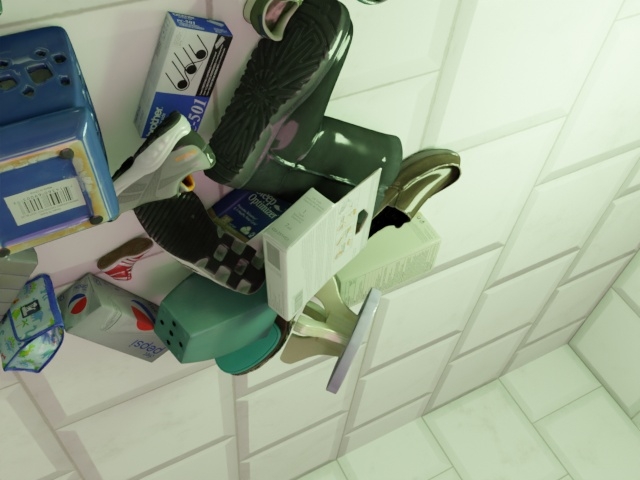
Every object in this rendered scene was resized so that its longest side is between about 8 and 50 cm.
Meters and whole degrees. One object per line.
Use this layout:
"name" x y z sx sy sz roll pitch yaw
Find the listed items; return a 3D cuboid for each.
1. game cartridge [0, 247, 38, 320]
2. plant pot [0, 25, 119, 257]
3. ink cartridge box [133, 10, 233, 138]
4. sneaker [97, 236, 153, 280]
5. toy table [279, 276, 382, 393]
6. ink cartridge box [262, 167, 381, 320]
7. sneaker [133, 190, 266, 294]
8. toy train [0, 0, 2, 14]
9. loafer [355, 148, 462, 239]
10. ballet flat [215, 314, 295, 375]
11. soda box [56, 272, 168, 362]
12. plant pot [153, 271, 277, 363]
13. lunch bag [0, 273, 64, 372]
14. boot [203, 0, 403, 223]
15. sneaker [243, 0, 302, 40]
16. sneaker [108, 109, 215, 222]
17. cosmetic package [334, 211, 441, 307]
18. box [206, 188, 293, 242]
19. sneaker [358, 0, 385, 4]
"game cartridge" -0.680 0.068 1.047 0.355 0.068 0.230 13 123 -49
"plant pot" -0.412 -0.121 0.879 0.236 0.212 0.236 -21 145 -18
"ink cartridge box" -0.222 -0.254 1.022 0.097 0.046 0.207 -2 137 -38
"sneaker" -0.378 0.039 1.285 0.118 0.042 0.067 -25 144 2
"toy table" 0.022 0.215 1.552 0.252 0.161 0.274 84 31 -85
"ink cartridge box" 0.000 0.000 1.287 0.261 0.066 0.296 -43 159 -25
"sneaker" -0.262 -0.006 1.257 0.330 0.146 0.122 47 67 -35
"toy train" -0.471 -0.318 0.642 0.190 0.142 0.334 -37 149 25
"loafer" 0.193 -0.089 1.531 0.366 0.130 0.134 -29 148 -6
"ballet flat" -0.103 0.155 1.603 0.182 0.164 0.482 -24 151 -52
"soda box" -0.425 0.173 1.379 0.098 0.091 0.286 -37 148 5
"plant pot" -0.231 0.156 1.400 0.234 0.166 0.165 -27 152 -43
"lunch bag" -0.546 0.157 1.217 0.151 0.128 0.096 -44 147 18
"boot" 0.039 -0.213 1.212 0.445 0.146 0.367 13 122 -51
"sneaker" -0.048 -0.387 0.956 0.064 0.086 0.192 -1 136 -40
"sneaker" -0.278 -0.093 1.045 0.108 0.100 0.272 41 130 -22
"cosmetic package" 0.157 0.058 1.717 0.310 0.113 0.160 -20 146 -19
"box" -0.112 -0.095 1.347 0.225 0.036 0.136 -39 148 6
"sneaker" 0.060 -0.446 0.884 0.124 0.178 0.295 -30 148 -5
